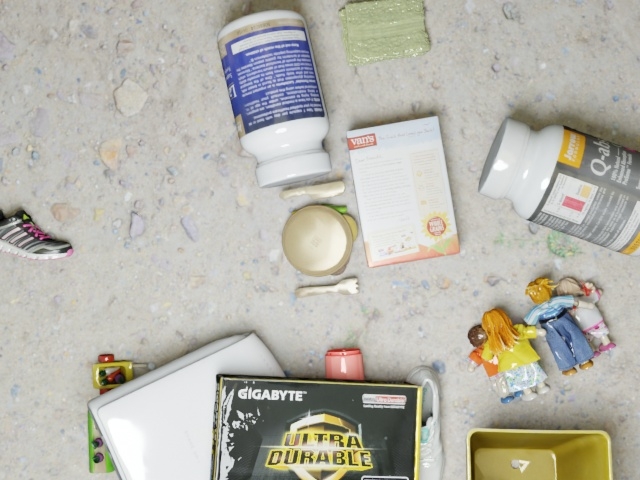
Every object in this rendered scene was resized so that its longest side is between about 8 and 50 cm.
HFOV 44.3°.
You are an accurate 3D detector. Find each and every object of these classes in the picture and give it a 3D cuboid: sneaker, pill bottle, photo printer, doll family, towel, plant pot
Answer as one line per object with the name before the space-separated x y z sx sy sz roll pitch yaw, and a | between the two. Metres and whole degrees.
sneaker | 0.168 0.320 1.299 0.080 0.094 0.212 -2 90 1
pill bottle | -0.070 -0.227 1.287 0.153 0.153 0.265 -13 88 2
sneaker | -0.505 -0.012 1.349 0.170 0.063 0.075 12 96 8
pill bottle | 0.407 -0.091 1.260 0.278 0.162 0.162 20 90 2
photo printer | -0.181 0.307 1.264 0.307 0.107 0.256 -23 92 -24
doll family | 0.358 0.151 1.279 0.263 0.118 0.163 -29 88 2
towel | 0.109 -0.359 1.344 0.148 0.027 0.110 -8 88 4
plant pot | 0.324 0.404 1.234 0.212 0.187 0.212 1 78 2

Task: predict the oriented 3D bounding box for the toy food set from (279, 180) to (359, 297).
toy food set | 0.000 0.000 1.344 0.132 0.038 0.192 -7 94 10

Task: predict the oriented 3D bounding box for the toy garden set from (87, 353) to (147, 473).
toy garden set | -0.282 0.297 1.342 0.244 0.049 0.204 -2 89 3

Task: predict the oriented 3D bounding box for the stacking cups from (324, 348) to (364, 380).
stacking cups | 0.041 0.341 1.312 0.096 0.096 0.316 -6 86 3

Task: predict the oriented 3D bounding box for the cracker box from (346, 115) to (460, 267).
cracker box | 0.137 -0.080 1.319 0.155 0.067 0.232 -9 90 2

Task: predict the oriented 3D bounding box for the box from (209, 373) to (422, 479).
box | -0.009 0.343 1.211 0.321 0.079 0.257 6 84 -14
